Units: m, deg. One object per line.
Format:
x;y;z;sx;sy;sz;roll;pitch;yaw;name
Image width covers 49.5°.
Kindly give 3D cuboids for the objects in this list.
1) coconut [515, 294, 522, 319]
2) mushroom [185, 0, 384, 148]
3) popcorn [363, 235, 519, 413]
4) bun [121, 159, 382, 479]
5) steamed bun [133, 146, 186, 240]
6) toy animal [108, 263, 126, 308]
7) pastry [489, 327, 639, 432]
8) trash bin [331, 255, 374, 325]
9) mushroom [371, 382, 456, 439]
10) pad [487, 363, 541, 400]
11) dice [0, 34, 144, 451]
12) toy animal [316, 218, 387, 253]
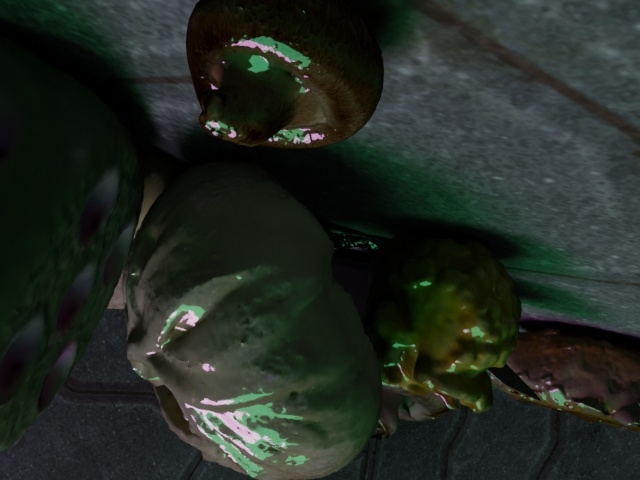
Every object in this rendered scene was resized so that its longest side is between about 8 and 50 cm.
0.241;0.100;0.978;0.082;0.083;0.081;-9;-165;21;coconut
-0.023;-0.096;0.390;0.109;0.084;0.126;-14;167;-22;mushroom
0.131;0.092;0.805;0.170;0.189;0.218;17;171;-16;popcorn
-0.087;0.099;0.741;0.365;0.219;0.365;57;166;22;bun
-0.243;-0.041;0.908;0.213;0.110;0.231;11;165;26;steamed bun
-0.361;0.013;1.130;0.227;0.188;0.358;0;163;22;toy animal
0.446;0.234;1.186;0.330;0.136;0.329;15;170;3;pastry
0.031;0.091;1.097;0.226;0.115;0.165;16;171;41;trash bin
0.110;0.279;1.430;0.362;0.294;0.362;16;156;7;mushroom
0.198;0.124;0.989;0.176;0.002;0.266;29;-165;-50;pad
-0.367;-0.009;0.633;0.322;0.330;0.318;21;161;-2;dice
0.000;0.000;0.920;0.220;0.062;0.108;11;-174;20;toy animal
